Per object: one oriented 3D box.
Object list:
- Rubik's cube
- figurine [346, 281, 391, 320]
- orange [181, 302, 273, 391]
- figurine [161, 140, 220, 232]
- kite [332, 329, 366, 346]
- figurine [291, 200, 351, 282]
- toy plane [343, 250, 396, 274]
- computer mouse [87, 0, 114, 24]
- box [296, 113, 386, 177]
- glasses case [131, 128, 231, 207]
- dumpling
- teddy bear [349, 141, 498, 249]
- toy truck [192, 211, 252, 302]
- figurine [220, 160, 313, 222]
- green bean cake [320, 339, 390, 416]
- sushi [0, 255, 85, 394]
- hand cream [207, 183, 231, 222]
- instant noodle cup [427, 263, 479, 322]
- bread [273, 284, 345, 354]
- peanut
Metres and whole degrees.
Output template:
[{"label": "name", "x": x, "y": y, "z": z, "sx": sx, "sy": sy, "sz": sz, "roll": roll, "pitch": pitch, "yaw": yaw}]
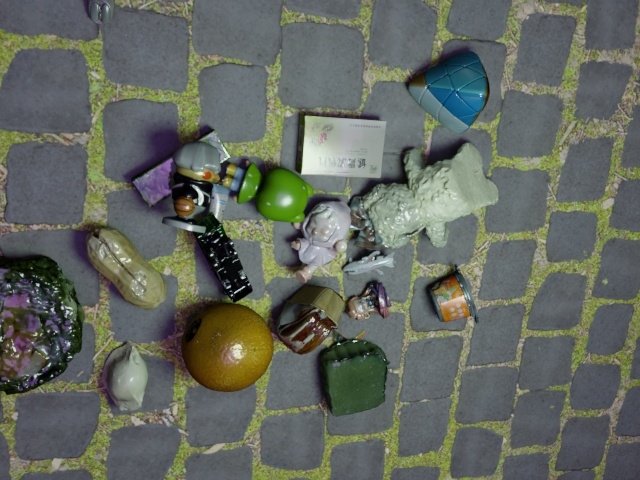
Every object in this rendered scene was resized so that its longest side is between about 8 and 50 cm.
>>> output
[{"label": "Rubik's cube", "x": 0.390, "y": -0.486, "z": 1.759, "sx": 0.254, "sy": 0.254, "sz": 0.255, "roll": -4, "pitch": 106, "yaw": -15}, {"label": "figurine", "x": 0.164, "y": 0.211, "z": 1.906, "sx": 0.157, "sy": 0.114, "sz": 0.126, "roll": -30, "pitch": 79, "yaw": 23}, {"label": "orange", "x": -0.275, "y": 0.315, "z": 1.711, "sx": 0.274, "sy": 0.274, "sz": 0.274, "roll": -4, "pitch": 106, "yaw": -15}, {"label": "figurine", "x": -0.341, "y": -0.147, "z": 1.540, "sx": 0.132, "sy": 0.176, "sz": 0.237, "roll": 13, "pitch": 90, "yaw": -11}, {"label": "kite", "x": 0.099, "y": 0.365, "z": 1.970, "sx": 0.190, "sy": 0.010, "sz": 0.159, "roll": 35, "pitch": 92, "yaw": -22}, {"label": "figurine", "x": 0.000, "y": -0.001, "z": 1.778, "sx": 0.133, "sy": 0.200, "sz": 0.276, "roll": 11, "pitch": 107, "yaw": -61}, {"label": "toy plane", "x": 0.157, "y": 0.073, "z": 1.867, "sx": 0.171, "sy": 0.066, "sz": 0.162, "roll": -6, "pitch": 152, "yaw": 8}, {"label": "computer mouse", "x": -0.566, "y": -0.609, "z": 1.494, "sx": 0.066, "sy": 0.039, "sz": 0.096, "roll": 7, "pitch": 103, "yaw": -18}, {"label": "box", "x": 0.063, "y": -0.284, "z": 1.756, "sx": 0.260, "sy": 0.062, "sz": 0.175, "roll": 0, "pitch": 105, "yaw": -17}, {"label": "glasses case", "x": -0.394, "y": -0.207, "z": 1.643, "sx": 0.272, "sy": 0.062, "sz": 0.095, "roll": -32, "pitch": 113, "yaw": -5}, {"label": "dumpling", "x": -0.592, "y": 0.410, "z": 1.737, "sx": 0.155, "sy": 0.181, "sz": 0.111, "roll": -11, "pitch": 149, "yaw": 17}, {"label": "teddy bear", "x": 0.316, "y": -0.125, "z": 1.847, "sx": 0.375, "sy": 0.362, "sz": 0.328, "roll": -27, "pitch": 92, "yaw": -51}, {"label": "toy truck", "x": -0.284, "y": 0.058, "z": 1.692, "sx": 0.088, "sy": 0.121, "sz": 0.259, "roll": -31, "pitch": 132, "yaw": -15}, {"label": "figurine", "x": -0.157, "y": -0.146, "z": 1.693, "sx": 0.263, "sy": 0.143, "sz": 0.162, "roll": 21, "pitch": 81, "yaw": -8}, {"label": "green bean cake", "x": 0.114, "y": 0.453, "z": 1.932, "sx": 0.222, "sy": 0.125, "sz": 0.227, "roll": -7, "pitch": 111, "yaw": -14}, {"label": "sushi", "x": -0.805, "y": 0.216, "z": 1.575, "sx": 0.294, "sy": 0.178, "sz": 0.352, "roll": -19, "pitch": 106, "yaw": -14}, {"label": "hand cream", "x": -0.310, "y": -0.081, "z": 1.713, "sx": 0.065, "sy": 0.043, "sz": 0.171, "roll": 10, "pitch": 99, "yaw": -33}, {"label": "instant noodle cup", "x": 0.438, "y": 0.199, "z": 1.951, "sx": 0.125, "sy": 0.177, "sz": 0.208, "roll": -21, "pitch": 79, "yaw": 6}, {"label": "bread", "x": -0.035, "y": 0.245, "z": 1.783, "sx": 0.142, "sy": 0.224, "sz": 0.212, "roll": 43, "pitch": 68, "yaw": -24}, {"label": "peanut", "x": -0.550, "y": 0.082, "z": 1.643, "sx": 0.130, "sy": 0.130, "sz": 0.290, "roll": -39, "pitch": 109, "yaw": -3}]
